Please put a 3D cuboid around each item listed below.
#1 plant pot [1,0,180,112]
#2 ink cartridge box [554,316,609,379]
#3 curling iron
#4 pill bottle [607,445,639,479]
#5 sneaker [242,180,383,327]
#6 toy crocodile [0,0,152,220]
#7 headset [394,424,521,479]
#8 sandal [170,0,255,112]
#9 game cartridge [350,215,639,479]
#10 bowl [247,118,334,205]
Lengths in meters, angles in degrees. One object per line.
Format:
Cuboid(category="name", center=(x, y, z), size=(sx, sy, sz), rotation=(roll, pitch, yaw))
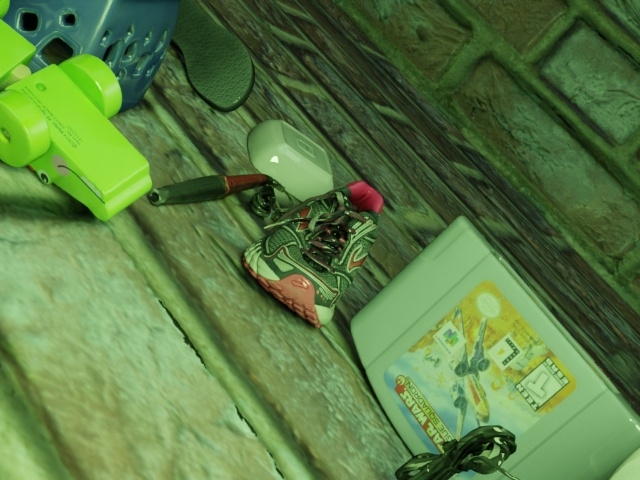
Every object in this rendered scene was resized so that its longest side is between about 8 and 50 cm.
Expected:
Cuboid(category="plant pot", center=(-0.268, -0.281, 0.937), size=(0.236, 0.212, 0.236), rotation=(43, 19, -1))
Cuboid(category="ink cartridge box", center=(0.343, 0.184, 1.308), size=(0.135, 0.099, 0.056), rotation=(53, 22, 26))
Cuboid(category="curling iron", center=(-0.109, -0.055, 1.031), size=(0.068, 0.035, 0.274), rotation=(48, 20, 17))
Cuboid(category="pill bottle", center=(0.348, 0.306, 0.540), size=(0.392, 0.224, 0.224), rotation=(62, 18, -7))
Cuboid(category="sneaker", center=(0.000, 0.000, 1.013), size=(0.121, 0.112, 0.299), rotation=(41, 20, -5))
Cuboid(category="toy crocodile", center=(-0.292, -0.148, 0.787), size=(0.340, 0.105, 0.115), rotation=(42, 47, -3))
Cuboid(category="headset", center=(0.200, 0.332, 0.680), size=(0.243, 0.185, 0.394), rotation=(-10, 70, -49))
Cuboid(category="sandal", center=(-0.170, -0.284, 1.336), size=(0.254, 0.097, 0.054), rotation=(56, -3, 33))
Cuboid(category="game cartridge", center=(0.163, 0.144, 0.887), size=(0.297, 0.198, 0.062), rotation=(53, 13, 28))
Cuboid(category="bowl", center=(-0.037, -0.118, 1.286), size=(0.142, 0.053, 0.142), rotation=(33, 22, -23))
